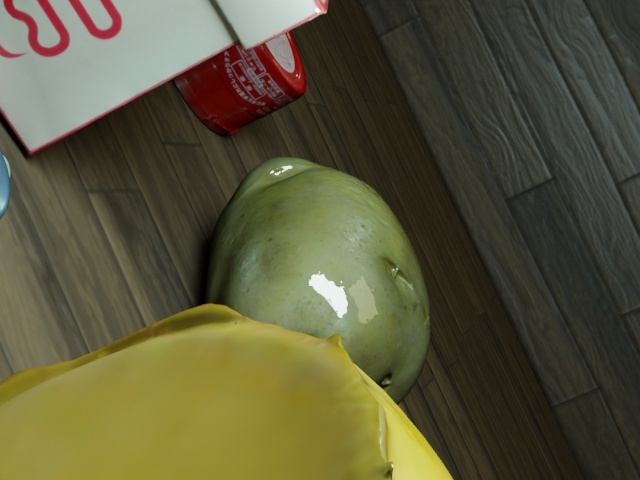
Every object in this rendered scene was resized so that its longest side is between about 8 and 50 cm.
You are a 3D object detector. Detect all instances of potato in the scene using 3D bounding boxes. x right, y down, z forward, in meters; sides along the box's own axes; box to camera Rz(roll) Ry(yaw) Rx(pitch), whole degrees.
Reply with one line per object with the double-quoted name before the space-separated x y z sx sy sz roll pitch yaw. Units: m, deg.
"potato" -0.003 0.059 1.256 0.243 0.221 0.326 47 18 -23

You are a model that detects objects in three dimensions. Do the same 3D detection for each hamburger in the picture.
"hamburger" -0.061 0.241 0.482 0.277 0.396 0.395 57 17 -25

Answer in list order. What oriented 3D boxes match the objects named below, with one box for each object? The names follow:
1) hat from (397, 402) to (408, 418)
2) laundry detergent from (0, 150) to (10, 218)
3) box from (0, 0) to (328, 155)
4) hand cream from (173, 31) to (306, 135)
"hat" 0.073 0.269 1.385 0.286 0.107 0.236 -86 157 -53
"laundry detergent" -0.275 -0.049 0.843 0.096 0.061 0.206 58 13 9
"box" -0.183 -0.306 1.095 0.312 0.300 0.314 58 15 -20
"hand cream" -0.112 -0.242 1.567 0.193 0.125 0.193 58 17 -29
